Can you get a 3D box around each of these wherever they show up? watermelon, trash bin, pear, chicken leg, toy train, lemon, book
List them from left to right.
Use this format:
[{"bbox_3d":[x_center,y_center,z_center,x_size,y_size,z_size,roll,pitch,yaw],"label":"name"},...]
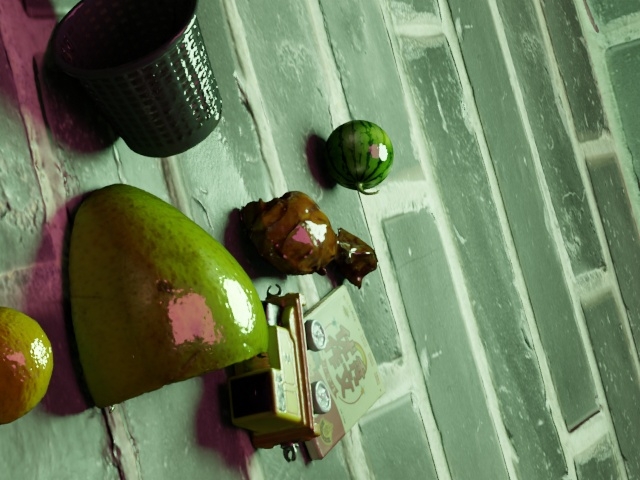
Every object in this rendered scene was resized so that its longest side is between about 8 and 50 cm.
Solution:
[{"bbox_3d":[-0.302,0.116,1.606,0.133,0.109,0.109,-76,143,-68],"label":"lemon"},{"bbox_3d":[-0.190,-0.186,1.938,0.161,0.175,0.175,66,26,-43],"label":"trash bin"},{"bbox_3d":[-0.160,0.037,1.907,0.288,0.139,0.239,-13,80,-65],"label":"pear"},{"bbox_3d":[-0.056,0.152,2.075,0.127,0.089,0.219,24,56,-59],"label":"toy train"},{"bbox_3d":[0.000,0.000,2.277,0.304,0.093,0.113,14,52,-64],"label":"chicken leg"},{"bbox_3d":[0.012,0.168,2.271,0.232,0.022,0.162,-36,109,-61],"label":"book"},{"bbox_3d":[0.052,-0.113,2.417,0.109,0.109,0.109,38,44,-50],"label":"watermelon"}]
